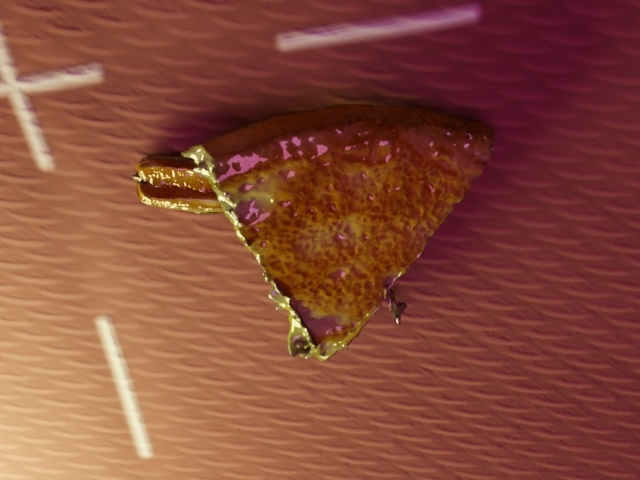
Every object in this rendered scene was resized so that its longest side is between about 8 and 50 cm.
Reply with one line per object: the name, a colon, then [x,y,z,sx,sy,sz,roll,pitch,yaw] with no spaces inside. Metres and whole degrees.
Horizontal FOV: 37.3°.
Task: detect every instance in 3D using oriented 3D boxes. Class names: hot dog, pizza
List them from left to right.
hot dog: [-0.115,-0.052,0.906,0.133,0.041,0.056,7,109,4]
pizza: [0.000,0.000,0.896,0.280,0.075,0.287,1,126,-18]
